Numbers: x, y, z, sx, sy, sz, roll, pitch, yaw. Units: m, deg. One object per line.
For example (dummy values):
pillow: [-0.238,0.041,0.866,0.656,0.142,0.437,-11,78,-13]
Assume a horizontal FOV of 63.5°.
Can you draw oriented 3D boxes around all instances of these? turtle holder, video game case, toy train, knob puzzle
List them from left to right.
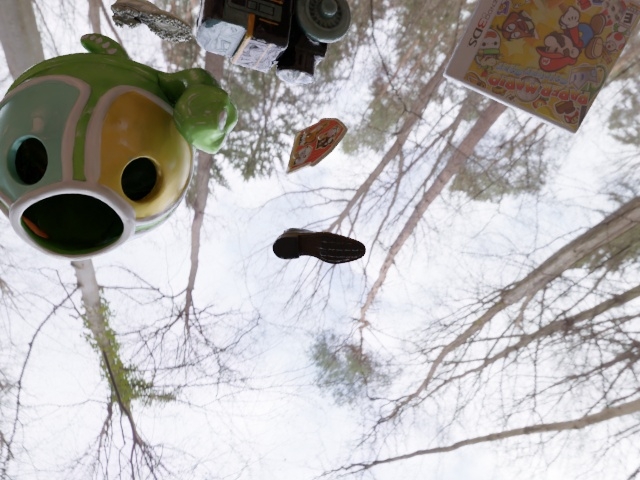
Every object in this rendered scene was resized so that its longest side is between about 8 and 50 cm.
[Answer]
turtle holder: [-0.261,-0.101,0.669,0.321,0.243,0.227,-3,-132,-5]
toy train: [-0.056,-0.381,0.690,0.191,0.142,0.333,8,-95,-23]
knob puzzle: [-0.012,-0.280,1.435,0.030,0.213,0.213,44,-134,-37]
video game case: [0.336,-0.303,0.788,0.227,0.206,0.026,25,-166,0]

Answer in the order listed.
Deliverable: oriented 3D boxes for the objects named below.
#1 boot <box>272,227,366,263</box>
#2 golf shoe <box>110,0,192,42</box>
boot: [0.000,0.000,1.247,0.220,0.082,0.106,4,-158,2]
golf shoe: [-0.368,-0.502,1.149,0.176,0.069,0.085,14,-126,-16]
